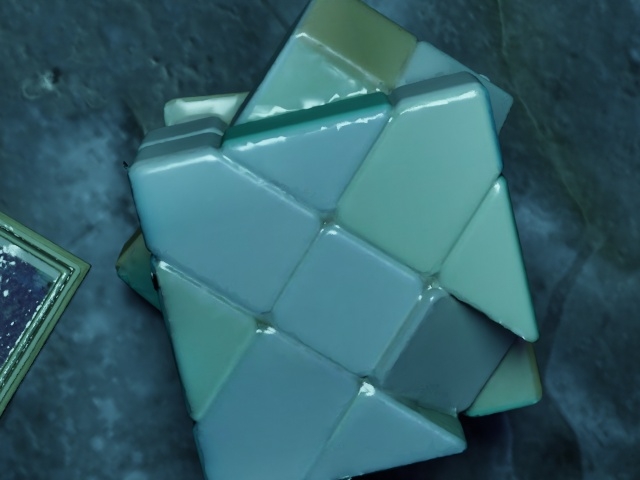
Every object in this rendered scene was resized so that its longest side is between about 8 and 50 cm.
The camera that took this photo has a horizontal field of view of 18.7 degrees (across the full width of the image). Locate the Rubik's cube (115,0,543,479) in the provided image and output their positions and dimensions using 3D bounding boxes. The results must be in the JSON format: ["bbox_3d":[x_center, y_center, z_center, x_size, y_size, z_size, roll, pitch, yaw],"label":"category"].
[{"bbox_3d":[0.000,0.000,1.021,0.224,0.213,0.265,-11,101,2],"label":"Rubik's cube"}]

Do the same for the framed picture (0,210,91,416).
[{"bbox_3d":[-0.239,0.027,1.060,0.183,0.011,0.142,32,81,-9],"label":"framed picture"}]
